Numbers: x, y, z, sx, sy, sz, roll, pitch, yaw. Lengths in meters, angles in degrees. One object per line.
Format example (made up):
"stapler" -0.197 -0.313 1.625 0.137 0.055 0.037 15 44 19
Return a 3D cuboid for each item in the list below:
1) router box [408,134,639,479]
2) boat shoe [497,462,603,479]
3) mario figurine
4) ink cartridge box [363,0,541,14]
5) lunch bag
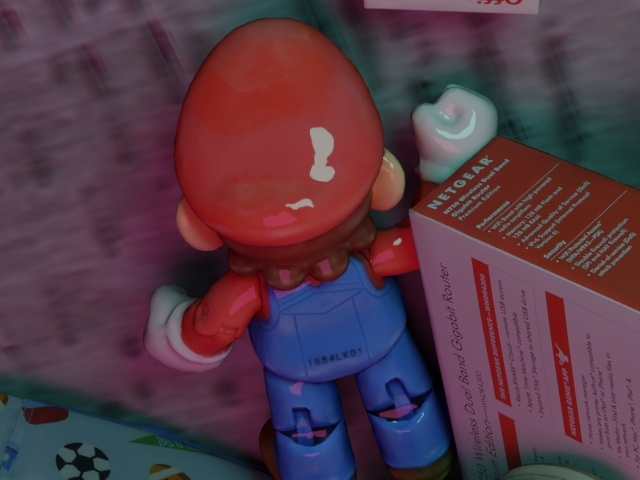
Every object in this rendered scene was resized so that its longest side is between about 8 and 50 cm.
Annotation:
"router box" 0.208 0.135 1.033 0.301 0.082 0.335 26 144 38
"boat shoe" 0.092 0.198 1.089 0.103 0.092 0.285 56 151 -8
"mario figurine" 0.000 0.000 1.098 0.170 0.198 0.320 28 144 40
"ink cartridge box" 0.070 -0.183 0.960 0.099 0.056 0.135 2 141 6
"lunch bag" -0.145 0.241 1.258 0.303 0.115 0.243 20 125 -5
